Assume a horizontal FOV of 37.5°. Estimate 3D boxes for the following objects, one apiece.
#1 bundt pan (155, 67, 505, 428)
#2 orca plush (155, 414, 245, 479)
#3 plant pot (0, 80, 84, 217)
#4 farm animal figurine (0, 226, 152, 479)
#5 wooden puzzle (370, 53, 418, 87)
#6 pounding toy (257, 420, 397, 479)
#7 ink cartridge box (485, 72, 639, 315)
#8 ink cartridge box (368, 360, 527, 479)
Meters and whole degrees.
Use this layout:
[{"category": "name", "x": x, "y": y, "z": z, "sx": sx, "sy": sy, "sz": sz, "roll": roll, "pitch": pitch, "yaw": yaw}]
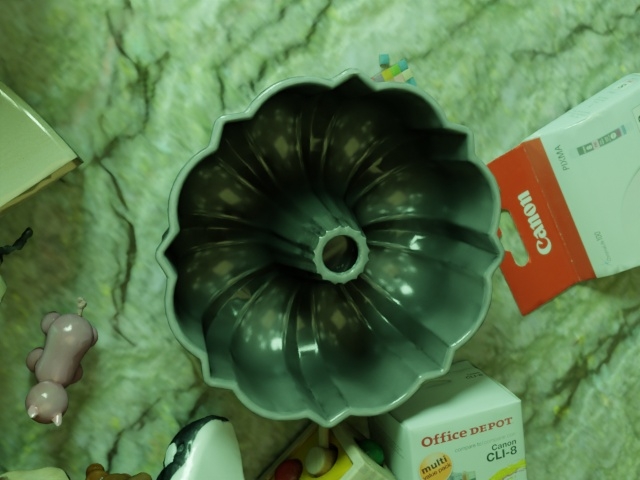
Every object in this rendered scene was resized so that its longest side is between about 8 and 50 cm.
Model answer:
[{"category": "bundt pan", "x": 0.000, "y": 0.000, "z": 0.896, "sx": 0.331, "sy": 0.124, "sz": 0.331, "roll": -4, "pitch": 104, "yaw": -18}, {"category": "orca plush", "x": -0.131, "y": 0.317, "z": 0.905, "sx": 0.151, "sy": 0.102, "sz": 0.287, "roll": -6, "pitch": 87, "yaw": -53}, {"category": "plant pot", "x": -0.278, "y": -0.078, "z": 0.803, "sx": 0.109, "sy": 0.109, "sz": 0.096, "roll": -36, "pitch": 98, "yaw": -8}, {"category": "farm animal figurine", "x": -0.309, "y": 0.204, "z": 0.815, "sx": 0.327, "sy": 0.172, "sz": 0.330, "roll": -32, "pitch": 110, "yaw": -9}, {"category": "wooden puzzle", "x": 0.075, "y": -0.149, "z": 0.949, "sx": 0.049, "sy": 0.006, "sz": 0.083, "roll": -31, "pitch": 110, "yaw": -9}, {"category": "pounding toy", "x": 0.007, "y": 0.229, "z": 0.958, "sx": 0.141, "sy": 0.130, "sz": 0.100, "roll": -47, "pitch": 118, "yaw": 2}, {"category": "ink cartridge box", "x": 0.294, "y": -0.044, "z": 1.021, "sx": 0.232, "sy": 0.066, "sz": 0.189, "roll": -33, "pitch": 110, "yaw": -13}, {"category": "ink cartridge box", "x": 0.133, "y": 0.236, "z": 0.991, "sx": 0.128, "sy": 0.127, "sz": 0.176, "roll": -12, "pitch": 105, "yaw": -15}]
